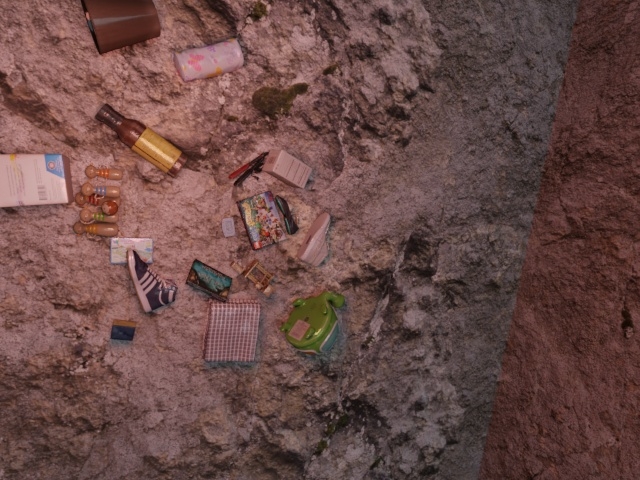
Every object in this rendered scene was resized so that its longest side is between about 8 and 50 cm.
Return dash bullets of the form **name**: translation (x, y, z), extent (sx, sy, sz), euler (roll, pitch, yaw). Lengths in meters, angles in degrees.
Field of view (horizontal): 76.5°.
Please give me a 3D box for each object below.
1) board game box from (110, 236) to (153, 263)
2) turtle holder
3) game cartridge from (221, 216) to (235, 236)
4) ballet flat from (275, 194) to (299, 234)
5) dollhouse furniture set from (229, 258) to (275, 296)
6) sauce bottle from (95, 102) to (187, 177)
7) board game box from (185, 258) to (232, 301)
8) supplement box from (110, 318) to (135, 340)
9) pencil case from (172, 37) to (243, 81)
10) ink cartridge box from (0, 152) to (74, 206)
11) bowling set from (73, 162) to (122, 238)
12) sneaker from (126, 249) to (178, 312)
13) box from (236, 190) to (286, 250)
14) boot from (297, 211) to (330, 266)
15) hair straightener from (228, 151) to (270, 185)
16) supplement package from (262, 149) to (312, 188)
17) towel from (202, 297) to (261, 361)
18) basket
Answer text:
- **board game box**: translation (-0.755, 0.040, 1.627), extent (0.154, 0.026, 0.103), euler (1, 97, -25)
- **turtle holder**: translation (-0.022, 0.388, 1.929), extent (0.227, 0.243, 0.320), euler (53, 34, -36)
- **game cartridge**: translation (-0.406, -0.059, 1.784), extent (0.056, 0.017, 0.083), euler (-10, 101, -27)
- **ballet flat**: translation (-0.147, -0.125, 1.866), extent (0.074, 0.074, 0.203), euler (-27, 113, -20)
- **dollhouse furniture set**: translation (-0.283, 0.140, 1.786), extent (0.182, 0.161, 0.101), euler (44, 78, -24)
- **sauce bottle**: translation (-0.681, -0.384, 1.558), extent (0.344, 0.111, 0.111), euler (39, 80, -25)
- **board game box**: translation (-0.472, 0.172, 1.734), extent (0.186, 0.026, 0.126), euler (32, 38, -25)
- **supplement box**: translation (-0.788, 0.357, 1.622), extent (0.083, 0.083, 0.056), euler (13, 91, -26)
- **pencil case**: translation (-0.445, -0.723, 1.623), extent (0.273, 0.113, 0.124), euler (-26, 98, -20)
- **ink cartridge box**: translation (-1.002, -0.207, 1.399), extent (0.232, 0.168, 0.171), euler (-6, 99, -24)
- **bowling set**: translation (-0.820, -0.146, 1.484), extent (0.154, 0.200, 0.287), euler (4, 91, -24)
- **sneaker**: translation (-0.669, 0.147, 1.627), extent (0.153, 0.099, 0.282), euler (-16, 119, -20)
- **box**: translation (-0.265, -0.090, 1.828), extent (0.159, 0.044, 0.233), euler (-22, 106, -21)
- **boot**: translation (0.000, 0.000, 1.949), extent (0.123, 0.095, 0.258), euler (31, 92, -31)
- **hair straightener**: translation (-0.295, -0.312, 1.794), extent (0.230, 0.047, 0.089), euler (-44, 129, -20)
- **supplement package**: translation (-0.147, -0.316, 1.804), extent (0.179, 0.105, 0.105), euler (26, 84, -38)
- **towel**: translation (-0.391, 0.403, 1.794), extent (0.235, 0.121, 0.284), euler (4, 95, -25)
- **basket**: translation (-0.714, -0.795, 1.471), extent (0.227, 0.154, 0.204), euler (-20, 106, -25)
